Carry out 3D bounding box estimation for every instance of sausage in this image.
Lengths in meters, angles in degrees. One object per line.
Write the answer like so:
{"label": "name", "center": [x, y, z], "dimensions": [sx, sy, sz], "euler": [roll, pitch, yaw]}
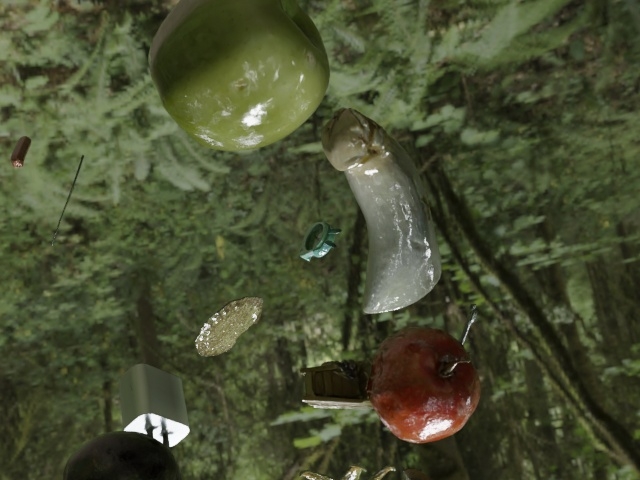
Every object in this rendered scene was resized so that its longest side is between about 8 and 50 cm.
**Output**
{"label": "sausage", "center": [-0.749, -0.223, 1.978], "dimensions": [0.035, 0.030, 0.147], "euler": [-15, -148, -2]}

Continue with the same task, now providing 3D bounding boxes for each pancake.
{"label": "pancake", "center": [-0.255, 0.238, 2.229], "dimensions": [0.235, 0.029, 0.212], "euler": [-38, 151, -9]}

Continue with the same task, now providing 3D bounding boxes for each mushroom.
{"label": "mushroom", "center": [0.115, -0.066, 1.428], "dimensions": [0.177, 0.397, 0.126], "euler": [-34, -148, -30]}

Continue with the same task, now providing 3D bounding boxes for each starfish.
{"label": "starfish", "center": [0.029, 0.451, 1.486], "dimensions": [0.176, 0.053, 0.208], "euler": [21, 139, -28]}

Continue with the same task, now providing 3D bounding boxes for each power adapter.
{"label": "power adapter", "center": [-0.483, 0.506, 2.309], "dimensions": [0.124, 0.255, 0.187], "euler": [-42, 131, 19]}

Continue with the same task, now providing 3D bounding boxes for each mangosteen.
{"label": "mangosteen", "center": [-0.435, 0.577, 1.764], "dimensions": [0.275, 0.302, 0.275], "euler": [-11, 132, -13]}

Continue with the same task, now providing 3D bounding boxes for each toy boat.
{"label": "toy boat", "center": [0.161, 0.330, 1.824], "dimensions": [0.445, 0.136, 0.162], "euler": [0, 159, -18]}

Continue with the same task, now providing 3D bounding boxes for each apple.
{"label": "apple", "center": [-0.159, -0.344, 1.566], "dimensions": [0.357, 0.357, 0.357], "euler": [-11, 171, -2]}

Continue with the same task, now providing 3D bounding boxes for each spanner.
{"label": "spanner", "center": [0.349, 0.260, 1.970], "dimensions": [0.015, 0.254, 0.054], "euler": [11, -145, -2]}

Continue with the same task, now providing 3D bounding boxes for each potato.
{"label": "potato", "center": [0.187, 0.456, 1.451], "dimensions": [0.037, 0.036, 0.093], "euler": [-11, -158, -16]}

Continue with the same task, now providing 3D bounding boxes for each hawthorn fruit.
{"label": "hawthorn fruit", "center": [0.223, 0.279, 1.594], "dimensions": [0.242, 0.242, 0.271], "euler": [-8, 163, -22]}

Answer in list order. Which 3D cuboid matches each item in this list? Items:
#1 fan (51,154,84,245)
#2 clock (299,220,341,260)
{"label": "fan", "center": [-0.559, -0.093, 1.754], "dimensions": [0.009, 0.220, 0.132], "euler": [20, 156, -18]}
{"label": "clock", "center": [0.000, 0.000, 2.093], "dimensions": [0.041, 0.101, 0.135], "euler": [30, 158, -25]}
